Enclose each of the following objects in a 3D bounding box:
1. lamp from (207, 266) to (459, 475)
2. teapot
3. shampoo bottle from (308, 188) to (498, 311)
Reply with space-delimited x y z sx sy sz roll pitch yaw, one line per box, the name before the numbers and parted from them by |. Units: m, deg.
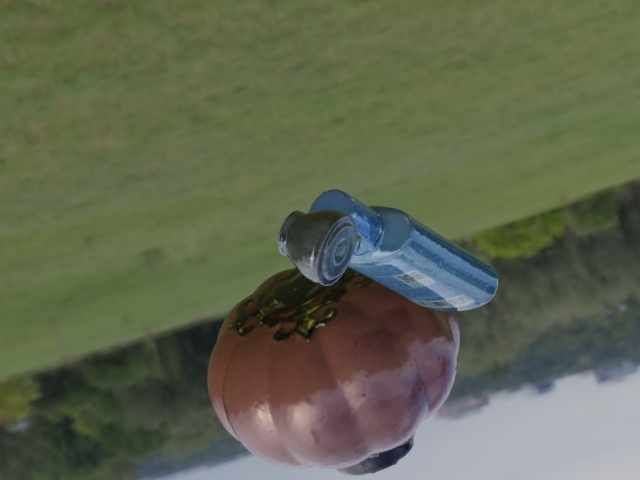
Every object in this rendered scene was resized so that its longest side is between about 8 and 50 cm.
lamp | 0.022 0.153 1.831 0.305 0.240 0.305 -19 -155 9
teapot | 0.000 0.000 1.381 0.057 0.066 0.088 21 -164 26
shampoo bottle | 0.078 0.012 1.588 0.104 0.061 0.258 -5 160 34
